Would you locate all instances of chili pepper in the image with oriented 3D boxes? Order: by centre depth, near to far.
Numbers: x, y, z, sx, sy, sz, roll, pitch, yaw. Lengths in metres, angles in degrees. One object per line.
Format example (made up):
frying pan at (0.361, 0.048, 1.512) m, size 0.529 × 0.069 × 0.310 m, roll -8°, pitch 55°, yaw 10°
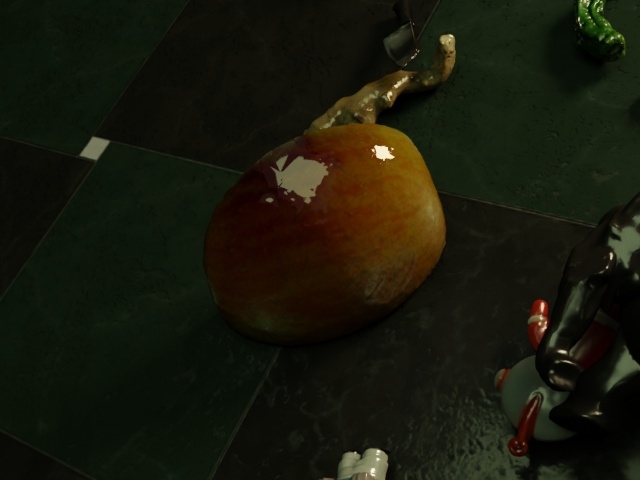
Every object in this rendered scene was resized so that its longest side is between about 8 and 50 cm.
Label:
chili pepper at (0.406, -0.327, 1.242) m, size 0.073 × 0.050 × 0.182 m, roll -6°, pitch 53°, yaw 27°

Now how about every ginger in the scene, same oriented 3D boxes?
ginger at (0.088, -0.207, 1.274) m, size 0.288 × 0.075 × 0.089 m, roll -32°, pitch 40°, yaw 4°

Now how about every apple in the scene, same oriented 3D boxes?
apple at (0.000, 0.000, 1.117) m, size 0.346 × 0.179 × 0.254 m, roll -31°, pitch 90°, yaw 0°

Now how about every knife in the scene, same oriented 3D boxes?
knife at (0.123, -0.313, 1.314) m, size 0.060 × 0.028 × 0.230 m, roll -29°, pitch 30°, yaw 19°

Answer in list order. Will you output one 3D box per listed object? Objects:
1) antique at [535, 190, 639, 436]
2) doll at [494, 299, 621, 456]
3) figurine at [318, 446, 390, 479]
antique at (0.387, 0.099, 0.857) m, size 0.322 × 0.185 × 0.255 m, roll 20°, pitch 73°, yaw 0°
doll at (0.277, 0.142, 0.959) m, size 0.142 × 0.076 × 0.245 m, roll 21°, pitch 64°, yaw 33°
figurine at (0.036, 0.326, 0.913) m, size 0.137 × 0.112 × 0.229 m, roll -9°, pitch 45°, yaw 22°
